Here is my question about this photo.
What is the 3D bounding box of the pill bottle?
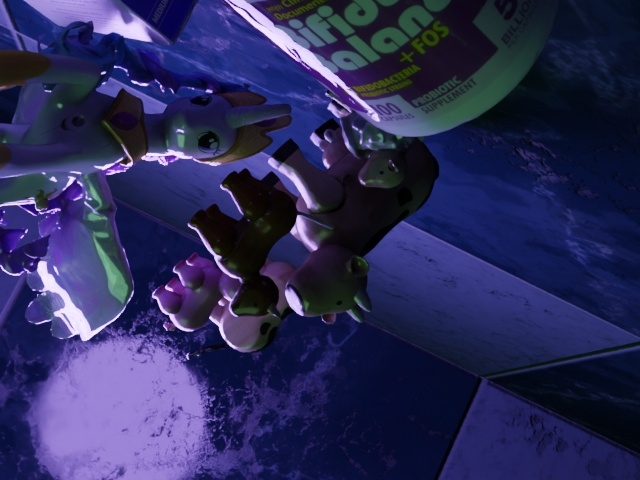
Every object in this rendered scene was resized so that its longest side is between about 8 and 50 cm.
[{"bbox_3d":[-0.001,-0.201,0.729,0.301,0.169,0.169,34,166,-39],"label":"pill bottle"}]

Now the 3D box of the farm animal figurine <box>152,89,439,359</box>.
[{"bbox_3d":[0.000,0.000,1.219,0.172,0.327,0.330,43,167,4],"label":"farm animal figurine"}]

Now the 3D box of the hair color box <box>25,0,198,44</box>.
[{"bbox_3d":[-0.266,-0.301,1.024,0.185,0.110,0.339,17,169,42],"label":"hair color box"}]

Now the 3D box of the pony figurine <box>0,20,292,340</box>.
[{"bbox_3d":[-0.247,-0.070,1.111,0.363,0.303,0.351,-5,169,-46],"label":"pony figurine"}]
